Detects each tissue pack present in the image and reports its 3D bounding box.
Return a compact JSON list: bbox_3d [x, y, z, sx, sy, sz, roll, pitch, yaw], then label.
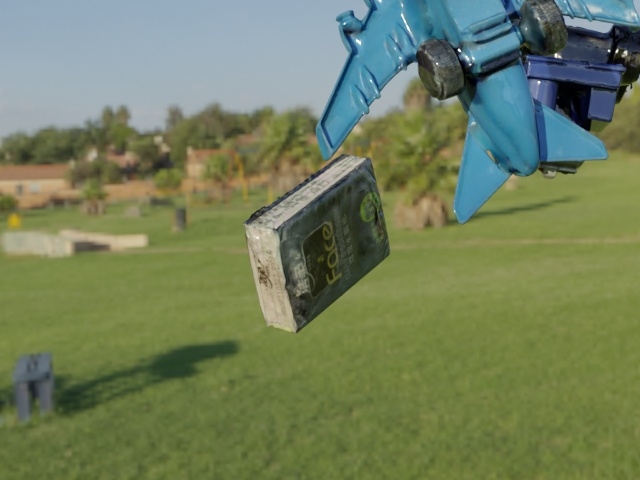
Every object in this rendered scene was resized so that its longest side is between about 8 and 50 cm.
[{"bbox_3d":[0.000,0.000,1.654,0.073,0.173,0.235,12,35,37],"label":"tissue pack"}]

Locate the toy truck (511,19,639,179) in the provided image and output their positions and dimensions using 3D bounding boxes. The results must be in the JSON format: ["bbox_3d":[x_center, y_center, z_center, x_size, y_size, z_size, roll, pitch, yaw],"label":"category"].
[{"bbox_3d":[0.277,-0.161,1.333,0.161,0.176,0.213,9,-2,7],"label":"toy truck"}]

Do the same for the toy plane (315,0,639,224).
[{"bbox_3d":[0.097,-0.158,0.811,0.254,0.271,0.105,-24,7,-10],"label":"toy plane"}]
